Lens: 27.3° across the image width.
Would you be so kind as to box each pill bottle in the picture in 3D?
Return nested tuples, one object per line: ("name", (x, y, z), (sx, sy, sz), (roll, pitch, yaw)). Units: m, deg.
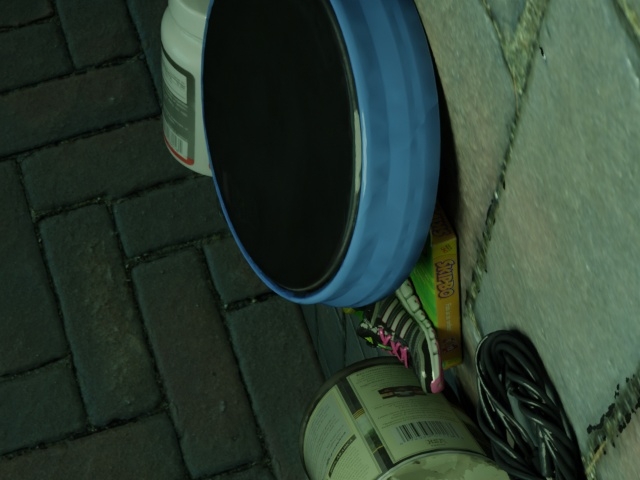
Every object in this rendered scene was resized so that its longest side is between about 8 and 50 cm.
("pill bottle", (-0.121, -0.225, 1.664), (0.283, 0.161, 0.161), (99, 156, -54))

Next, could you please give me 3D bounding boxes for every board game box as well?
("board game box", (0.112, 0.020, 1.401), (0.259, 0.039, 0.124), (76, 174, -53))

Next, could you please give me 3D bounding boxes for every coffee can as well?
("coffee can", (0.097, 0.268, 1.435), (0.275, 0.202, 0.201), (-123, 17, -71))

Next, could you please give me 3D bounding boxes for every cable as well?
("cable", (0.173, 0.154, 1.149), (0.150, 0.047, 0.184), (81, 171, -55))

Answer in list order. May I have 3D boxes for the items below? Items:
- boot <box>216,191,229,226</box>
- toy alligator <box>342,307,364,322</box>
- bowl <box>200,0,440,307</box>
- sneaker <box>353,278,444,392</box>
("boot", (-0.049, -0.134, 1.631), (0.229, 0.091, 0.262), (-33, -39, -71))
("toy alligator", (0.059, 0.069, 2.020), (0.051, 0.056, 0.189), (-57, 30, 23))
("bowl", (-0.017, -0.123, 1.313), (0.391, 0.077, 0.391), (29, 123, 57))
("sneaker", (0.080, 0.103, 1.424), (0.063, 0.075, 0.170), (79, 170, -51))
